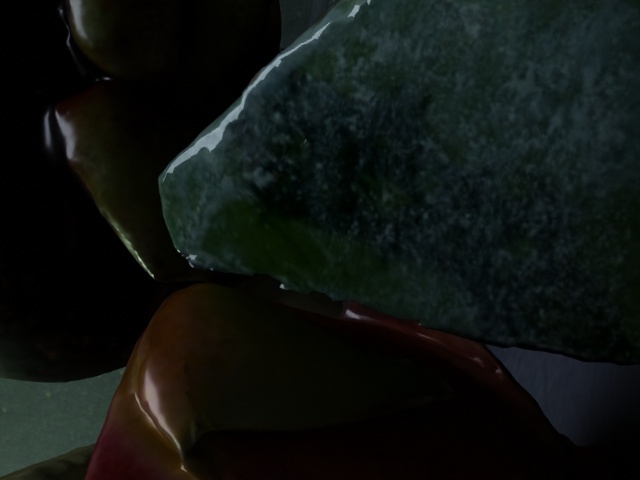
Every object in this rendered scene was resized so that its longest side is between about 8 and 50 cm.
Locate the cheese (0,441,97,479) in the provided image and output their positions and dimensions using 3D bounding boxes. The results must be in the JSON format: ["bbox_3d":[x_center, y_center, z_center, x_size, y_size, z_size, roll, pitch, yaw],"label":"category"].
[{"bbox_3d":[-0.114,0.240,0.894,0.265,0.124,0.242,3,-114,-79],"label":"cheese"}]

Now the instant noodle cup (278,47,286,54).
[{"bbox_3d":[-0.049,-0.066,1.385,0.251,0.190,0.251,-166,90,-83],"label":"instant noodle cup"}]

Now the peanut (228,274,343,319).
[{"bbox_3d":[-0.013,0.143,0.860,0.313,0.149,0.149,-87,12,-50],"label":"peanut"}]

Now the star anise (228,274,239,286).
[{"bbox_3d":[0.000,0.000,1.108,0.316,0.139,0.359,-60,-9,-50],"label":"star anise"}]

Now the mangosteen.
[{"bbox_3d":[-0.149,-0.072,0.931,0.347,0.307,0.307,-16,49,35],"label":"mangosteen"}]

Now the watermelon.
[{"bbox_3d":[0.066,-0.051,0.565,0.256,0.193,0.140,-43,-31,-76],"label":"watermelon"}]

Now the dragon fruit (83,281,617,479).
[{"bbox_3d":[0.007,0.161,0.543,0.290,0.189,0.291,14,-90,-88],"label":"dragon fruit"}]
